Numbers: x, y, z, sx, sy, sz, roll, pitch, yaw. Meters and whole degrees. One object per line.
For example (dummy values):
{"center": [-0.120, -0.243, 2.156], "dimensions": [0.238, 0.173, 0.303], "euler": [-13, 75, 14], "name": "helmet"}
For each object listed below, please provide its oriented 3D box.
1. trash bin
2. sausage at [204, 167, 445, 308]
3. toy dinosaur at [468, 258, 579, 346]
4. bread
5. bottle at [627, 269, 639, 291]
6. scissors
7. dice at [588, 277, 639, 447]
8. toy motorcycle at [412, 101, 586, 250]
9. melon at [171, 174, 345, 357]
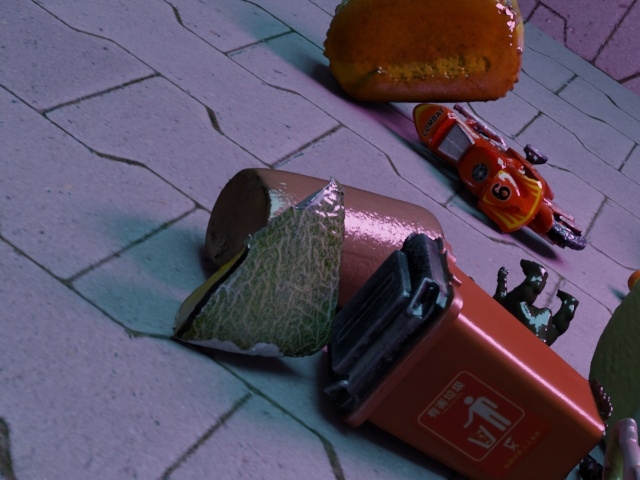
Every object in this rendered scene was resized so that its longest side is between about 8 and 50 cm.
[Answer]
{"center": [0.132, 0.120, 1.471], "dimensions": [0.238, 0.161, 0.184], "euler": [35, 18, -16], "name": "trash bin"}
{"center": [0.000, 0.000, 1.580], "dimensions": [0.252, 0.123, 0.123], "euler": [15, 26, -44], "name": "sausage"}
{"center": [0.189, 0.111, 1.711], "dimensions": [0.087, 0.179, 0.187], "euler": [40, -16, -22], "name": "toy dinosaur"}
{"center": [0.149, -0.282, 2.317], "dimensions": [0.288, 0.204, 0.156], "euler": [-2, 26, 7], "name": "bread"}
{"center": [0.469, 0.102, 2.156], "dimensions": [0.069, 0.069, 0.187], "euler": [21, 21, -30], "name": "bottle"}
{"center": [0.258, 0.230, 1.457], "dimensions": [0.024, 0.160, 0.317], "euler": [7, 2, 1], "name": "scissors"}
{"center": [0.454, 0.159, 1.714], "dimensions": [0.252, 0.250, 0.254], "euler": [23, 21, -27], "name": "dice"}
{"center": [0.253, -0.089, 2.239], "dimensions": [0.171, 0.089, 0.298], "euler": [11, 28, -44], "name": "toy motorcycle"}
{"center": [-0.036, 0.042, 1.422], "dimensions": [0.139, 0.202, 0.093], "euler": [50, -10, -20], "name": "melon"}
